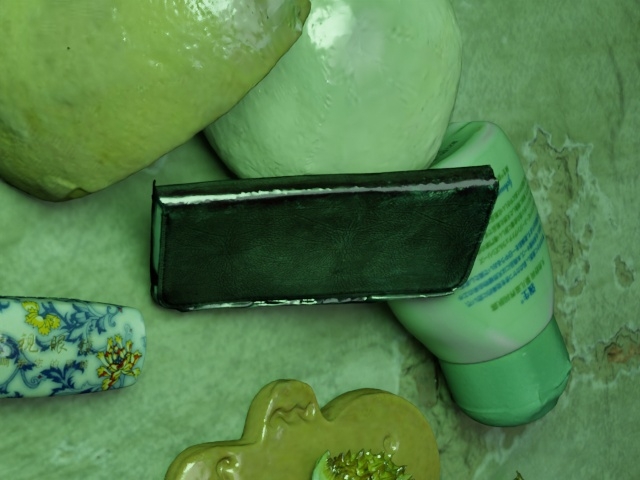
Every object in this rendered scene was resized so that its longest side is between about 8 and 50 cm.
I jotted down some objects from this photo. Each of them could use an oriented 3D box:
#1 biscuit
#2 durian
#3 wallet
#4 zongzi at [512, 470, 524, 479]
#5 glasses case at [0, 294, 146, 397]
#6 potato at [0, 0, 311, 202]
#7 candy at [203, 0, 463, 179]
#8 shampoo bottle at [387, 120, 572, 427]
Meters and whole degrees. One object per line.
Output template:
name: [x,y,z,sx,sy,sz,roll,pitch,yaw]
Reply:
biscuit: [-0.004,0.280,1.124,0.354,0.052,0.275,-3,95,-38]
durian: [0.063,0.327,1.107,0.139,0.144,0.252,-3,111,-3]
wallet: [0.000,0.000,0.991,0.317,0.045,0.172,-4,138,-13]
zongzi: [0.202,0.396,1.272,0.194,0.099,0.198,-11,89,-38]
glasses case: [-0.263,0.090,0.894,0.247,0.065,0.087,5,92,-40]
potato: [-0.180,-0.163,0.828,0.211,0.264,0.189,49,55,-36]
candy: [0.007,-0.170,1.000,0.295,0.185,0.296,0,91,-17]
shampoo bottle: [0.175,0.053,1.188,0.222,0.151,0.350,-40,115,-34]
